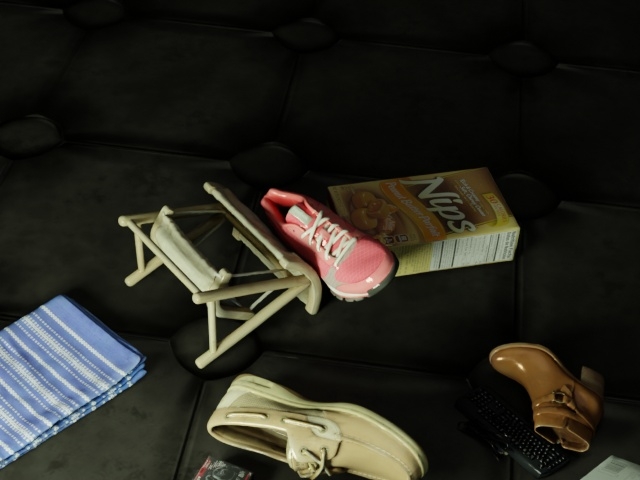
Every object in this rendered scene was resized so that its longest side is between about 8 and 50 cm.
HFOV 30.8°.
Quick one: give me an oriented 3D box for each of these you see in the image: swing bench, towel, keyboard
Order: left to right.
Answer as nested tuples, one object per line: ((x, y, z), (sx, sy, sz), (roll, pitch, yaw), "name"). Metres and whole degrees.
((-0.474, 0.221, 1.846), (0.243, 0.040, 0.336), (34, 50, 31), "towel")
((-0.167, 0.039, 1.975), (0.255, 0.165, 0.253), (-25, 48, -29), "swing bench")
((0.293, 0.294, 1.808), (0.100, 0.038, 0.192), (-28, 49, -30), "keyboard")

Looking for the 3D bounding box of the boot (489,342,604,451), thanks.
((0.351, 0.246, 1.836), (0.197, 0.073, 0.152), (15, 42, 12), "boot")

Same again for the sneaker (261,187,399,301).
((-0.001, 0.000, 1.963), (0.116, 0.136, 0.314), (-51, 43, -9), "sneaker")

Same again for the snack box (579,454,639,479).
((0.392, 0.413, 1.585), (0.322, 0.060, 0.187), (-24, 28, -39), "snack box")

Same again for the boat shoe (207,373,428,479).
((-0.007, 0.306, 1.727), (0.341, 0.121, 0.110), (14, 46, 27), "boat shoe")

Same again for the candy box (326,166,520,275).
((0.183, -0.032, 2.132), (0.317, 0.087, 0.183), (-8, 44, -11), "candy box")

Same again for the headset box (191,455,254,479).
((-0.148, 0.359, 1.712), (0.083, 0.032, 0.062), (16, 43, 16), "headset box")
